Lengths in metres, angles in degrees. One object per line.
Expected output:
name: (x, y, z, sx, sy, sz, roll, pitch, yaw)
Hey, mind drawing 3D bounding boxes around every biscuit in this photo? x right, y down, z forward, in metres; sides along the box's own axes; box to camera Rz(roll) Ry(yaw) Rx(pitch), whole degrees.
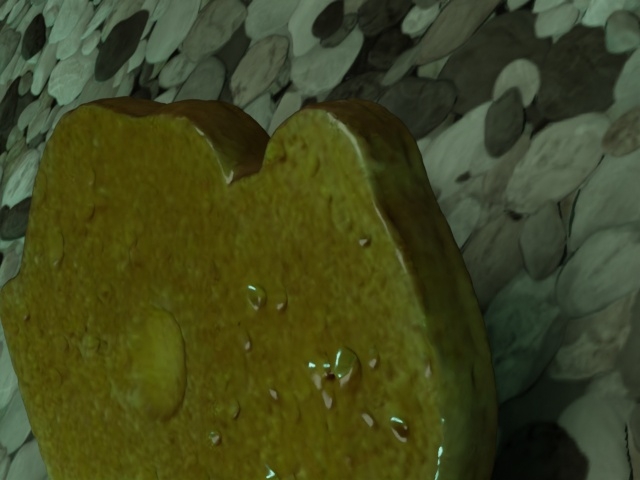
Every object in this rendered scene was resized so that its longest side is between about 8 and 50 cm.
biscuit: (-0.070, 0.081, 0.893, 0.455, 0.078, 0.350, 8, 100, 46)
